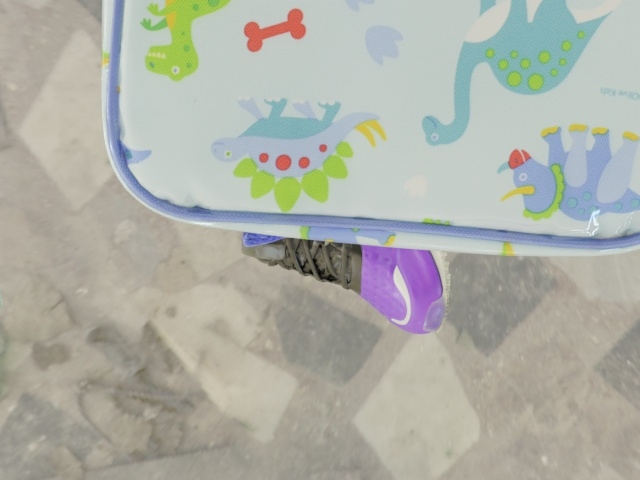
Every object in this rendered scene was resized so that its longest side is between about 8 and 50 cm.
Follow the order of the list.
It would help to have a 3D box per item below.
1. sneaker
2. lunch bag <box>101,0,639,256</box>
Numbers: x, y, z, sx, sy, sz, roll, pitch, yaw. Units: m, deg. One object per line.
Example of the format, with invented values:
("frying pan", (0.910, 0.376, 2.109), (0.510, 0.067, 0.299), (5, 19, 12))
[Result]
("sneaker", (0.000, 0.000, 1.090), (0.146, 0.293, 0.102), (-14, 131, -26))
("lunch bag", (0.033, -0.083, 0.408), (0.219, 0.090, 0.176), (4, 106, -3))
